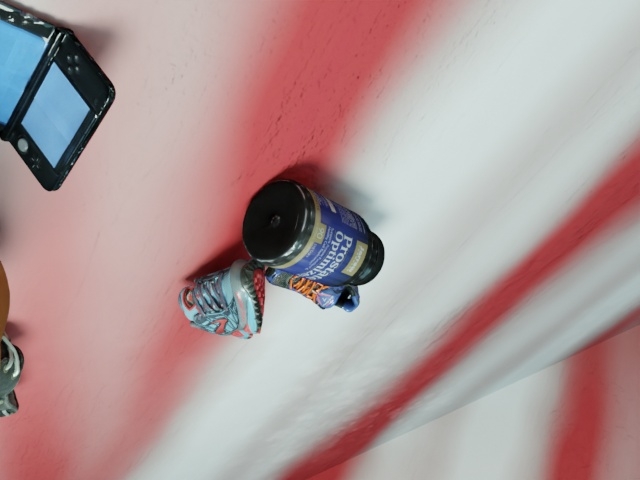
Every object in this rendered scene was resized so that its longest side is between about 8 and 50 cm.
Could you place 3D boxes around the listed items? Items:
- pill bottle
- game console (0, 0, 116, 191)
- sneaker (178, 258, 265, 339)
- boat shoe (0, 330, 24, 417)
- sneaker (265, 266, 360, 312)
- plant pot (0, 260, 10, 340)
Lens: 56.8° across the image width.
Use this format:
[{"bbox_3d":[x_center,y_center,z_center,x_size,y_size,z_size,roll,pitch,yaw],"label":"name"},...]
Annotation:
[{"bbox_3d":[0.000,0.000,0.871,0.122,0.123,0.219,-39,145,22],"label":"pill bottle"},{"bbox_3d":[-0.281,-0.129,0.545,0.144,0.124,0.085,-45,169,29],"label":"game console"},{"bbox_3d":[-0.152,0.099,0.896,0.125,0.104,0.262,4,157,-13],"label":"sneaker"},{"bbox_3d":[-0.484,0.171,0.830,0.119,0.121,0.335,-16,156,-32],"label":"boat shoe"},{"bbox_3d":[-0.002,0.070,1.003,0.221,0.087,0.083,14,131,-45],"label":"sneaker"},{"bbox_3d":[-0.436,0.082,0.559,0.290,0.203,0.291,-2,105,-8],"label":"plant pot"}]
